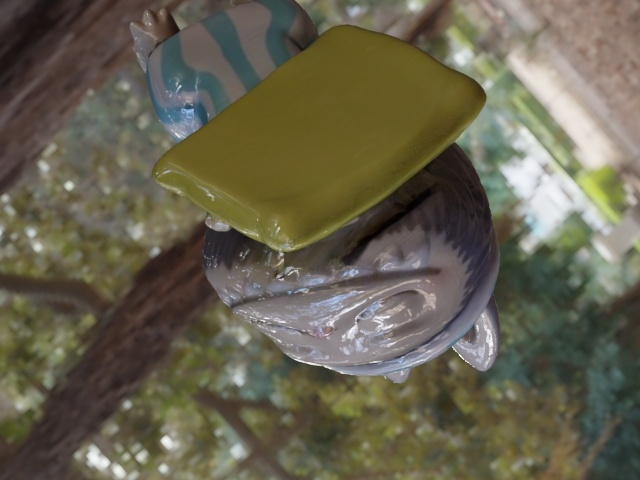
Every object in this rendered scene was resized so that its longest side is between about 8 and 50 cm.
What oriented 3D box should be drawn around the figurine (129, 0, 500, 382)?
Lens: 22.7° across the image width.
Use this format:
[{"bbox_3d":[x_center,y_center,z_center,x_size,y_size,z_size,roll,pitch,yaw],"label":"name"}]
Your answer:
[{"bbox_3d":[0.000,0.000,1.441,0.361,0.266,0.378,52,161,45],"label":"figurine"}]
